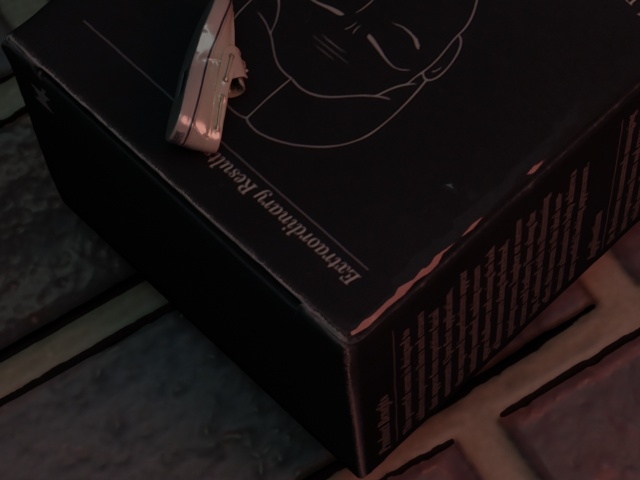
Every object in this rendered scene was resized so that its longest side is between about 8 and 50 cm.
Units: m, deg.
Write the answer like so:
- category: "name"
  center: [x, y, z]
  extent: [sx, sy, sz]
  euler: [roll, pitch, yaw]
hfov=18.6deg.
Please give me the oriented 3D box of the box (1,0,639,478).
- category: "box"
  center: [0.059, -0.107, 1.223]
  extent: [0.395, 0.212, 0.293]
  euler: [-41, 67, -17]

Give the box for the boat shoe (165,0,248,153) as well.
- category: "boat shoe"
  center: [-0.058, -0.093, 1.090]
  extent: [0.035, 0.035, 0.100]
  euler: [21, 58, -15]
